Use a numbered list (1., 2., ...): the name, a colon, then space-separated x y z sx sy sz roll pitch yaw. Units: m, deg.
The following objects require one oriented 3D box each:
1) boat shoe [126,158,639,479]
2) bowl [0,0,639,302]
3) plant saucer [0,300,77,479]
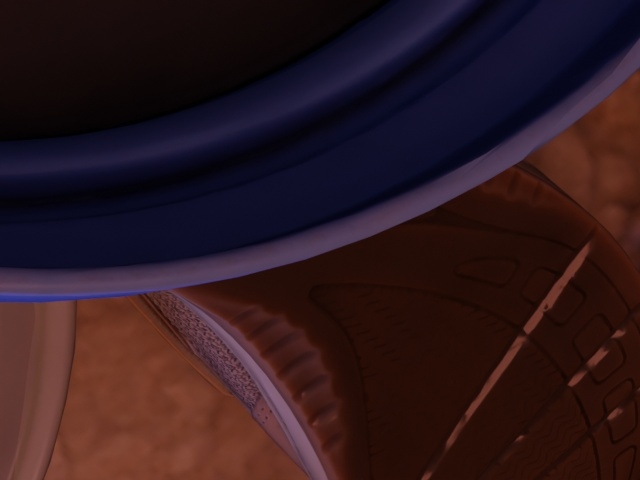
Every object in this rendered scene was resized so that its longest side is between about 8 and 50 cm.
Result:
1. boat shoe: 0.000 0.000 0.517 0.109 0.098 0.302 -47 129 -1
2. bowl: -0.065 -0.183 0.342 0.391 0.077 0.391 1 87 -25
3. plant saucer: -0.254 0.035 0.461 0.400 0.100 0.401 -6 114 -13
